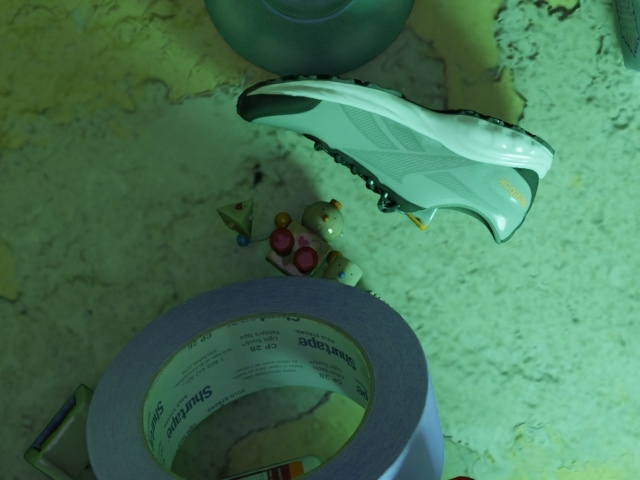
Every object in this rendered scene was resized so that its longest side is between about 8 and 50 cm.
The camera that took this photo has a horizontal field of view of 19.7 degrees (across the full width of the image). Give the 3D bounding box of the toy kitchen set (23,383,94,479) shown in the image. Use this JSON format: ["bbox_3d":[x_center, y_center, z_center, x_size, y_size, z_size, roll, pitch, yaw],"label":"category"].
[{"bbox_3d":[-0.301,0.149,1.558,0.207,0.122,0.166,39,86,-16],"label":"toy kitchen set"}]

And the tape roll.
[{"bbox_3d":[-0.043,0.154,1.467,0.274,0.090,0.275,-7,43,7],"label":"tape roll"}]

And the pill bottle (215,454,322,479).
[{"bbox_3d":[-0.092,0.261,1.523,0.221,0.121,0.121,-15,85,0],"label":"pill bottle"}]

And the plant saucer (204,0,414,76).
[{"bbox_3d":[-0.010,-0.239,1.608,0.195,0.037,0.195,0,85,2],"label":"plant saucer"}]

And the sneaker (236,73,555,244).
[{"bbox_3d":[0.057,-0.074,1.563,0.271,0.100,0.108,17,91,2],"label":"sneaker"}]

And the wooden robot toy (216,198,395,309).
[{"bbox_3d":[0.000,0.000,1.573,0.173,0.076,0.079,36,76,3],"label":"wooden robot toy"}]

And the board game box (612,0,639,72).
[{"bbox_3d":[0.276,-0.280,1.429,0.066,0.319,0.318,-13,100,-3],"label":"board game box"}]

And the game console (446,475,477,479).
[{"bbox_3d":[0.072,0.405,1.449,0.342,0.060,0.386,-39,121,-6],"label":"game console"}]
